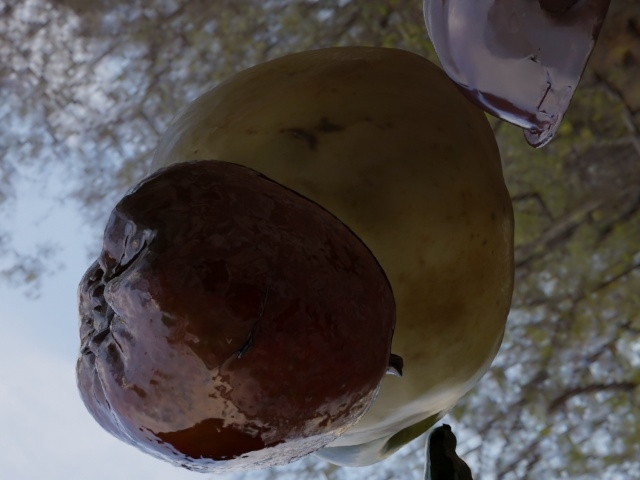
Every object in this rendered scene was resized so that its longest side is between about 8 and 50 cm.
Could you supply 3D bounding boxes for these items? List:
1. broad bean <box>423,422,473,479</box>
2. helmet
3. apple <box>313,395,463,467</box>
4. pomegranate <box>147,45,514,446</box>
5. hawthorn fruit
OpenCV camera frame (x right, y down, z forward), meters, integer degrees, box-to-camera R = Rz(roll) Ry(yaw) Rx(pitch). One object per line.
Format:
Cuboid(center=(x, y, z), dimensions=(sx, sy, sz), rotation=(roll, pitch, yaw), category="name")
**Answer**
Cuboid(center=(0.085, 0.338, 1.389), dimensions=(0.144, 0.292, 0.049), rotation=(36, 180, 39), category="broad bean")
Cuboid(center=(0.066, -0.093, 0.465), dimensions=(0.057, 0.111, 0.089), rotation=(16, -164, -3), category="helmet")
Cuboid(center=(0.053, 0.106, 1.361), dimensions=(0.194, 0.261, 0.261), rotation=(53, -158, 19), category="apple")
Cuboid(center=(0.000, 0.000, 1.070), dimensions=(0.332, 0.332, 0.332), rotation=(42, -151, -29), category="pomegranate")
Cuboid(center=(-0.039, 0.054, 0.777), dimensions=(0.202, 0.185, 0.185), rotation=(17, -138, -28), category="hawthorn fruit")
